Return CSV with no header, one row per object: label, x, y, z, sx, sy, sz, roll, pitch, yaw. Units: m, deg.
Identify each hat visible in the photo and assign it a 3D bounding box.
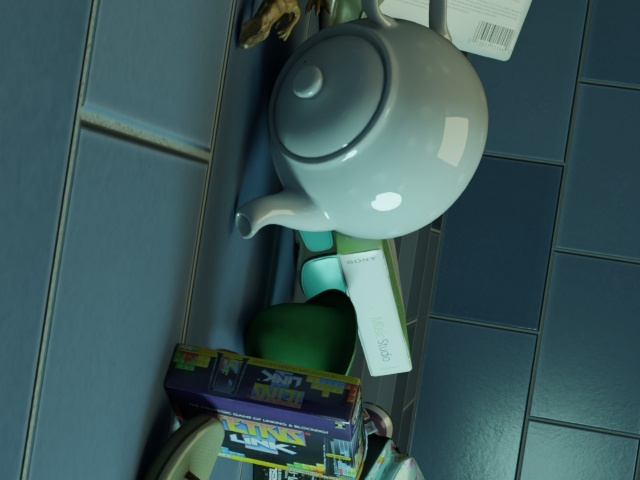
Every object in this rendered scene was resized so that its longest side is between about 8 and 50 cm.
hat,-0.076,0.100,1.367,0.208,0.183,0.173,-22,-131,53

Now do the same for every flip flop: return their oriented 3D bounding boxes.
flip flop,-0.123,0.285,1.079,0.112,0.080,0.277,73,29,-62

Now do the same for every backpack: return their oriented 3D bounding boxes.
backpack,0.089,0.417,2.089,0.166,0.144,0.188,-60,152,-21

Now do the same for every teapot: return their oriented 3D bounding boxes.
teapot,0.039,-0.136,1.303,0.187,0.252,0.256,30,44,-49

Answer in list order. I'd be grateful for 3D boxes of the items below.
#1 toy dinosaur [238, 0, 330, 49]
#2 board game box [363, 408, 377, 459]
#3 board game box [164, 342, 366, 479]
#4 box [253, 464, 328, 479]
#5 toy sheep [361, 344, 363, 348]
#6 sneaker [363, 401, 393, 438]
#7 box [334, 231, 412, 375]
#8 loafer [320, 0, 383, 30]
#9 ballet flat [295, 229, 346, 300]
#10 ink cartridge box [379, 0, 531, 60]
toy dinosaur,-0.025,-0.264,1.219,0.112,0.064,0.212,74,26,-64
board game box,0.024,0.227,1.686,0.169,0.033,0.133,62,-32,21
board game box,-0.046,0.161,1.156,0.141,0.170,0.048,81,22,-58
box,-0.029,0.247,1.593,0.147,0.077,0.180,-65,161,-58
toy sheep,0.109,0.139,2.265,0.132,0.091,0.091,-64,172,7
sneaker,0.057,0.429,2.256,0.124,0.107,0.283,-47,143,-47
box,0.053,-0.029,1.547,0.232,0.058,0.322,74,7,-46
loafer,0.053,-0.313,1.526,0.268,0.092,0.102,85,17,-54
ballet flat,0.000,0.000,1.577,0.203,0.074,0.074,79,21,-47
ink cartridge box,0.196,-0.396,1.725,0.296,0.066,0.261,5,113,-44
